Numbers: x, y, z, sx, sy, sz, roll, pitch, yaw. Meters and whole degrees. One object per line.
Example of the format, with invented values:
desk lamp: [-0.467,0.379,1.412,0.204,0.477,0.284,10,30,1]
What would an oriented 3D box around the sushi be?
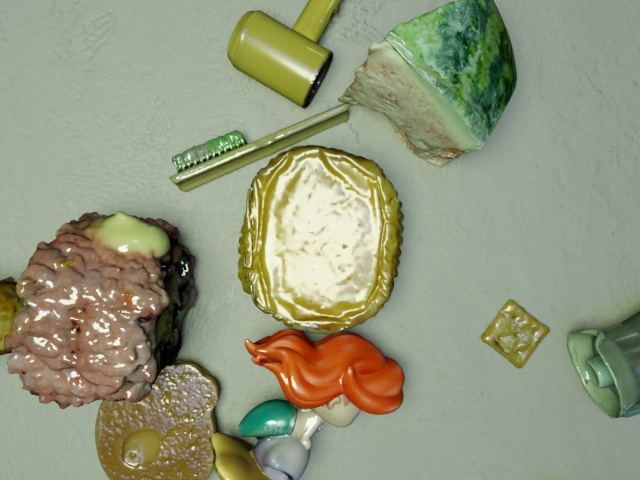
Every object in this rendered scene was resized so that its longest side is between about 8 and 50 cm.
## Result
sushi: [-0.257,0.075,0.617,0.171,0.270,0.236,10,103,-6]

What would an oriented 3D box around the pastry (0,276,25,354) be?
pastry: [-0.481,0.102,0.654,0.229,0.218,0.100,0,88,-38]

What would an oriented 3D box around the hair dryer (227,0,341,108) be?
hair dryer: [-0.013,-0.345,0.719,0.135,0.090,0.278,30,83,0]

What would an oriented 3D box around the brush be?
brush: [-0.090,-0.148,0.727,0.282,0.054,0.048,-22,83,-1]

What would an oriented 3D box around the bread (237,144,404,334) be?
bread: [0.000,0.000,0.691,0.227,0.142,0.253,9,94,-4]

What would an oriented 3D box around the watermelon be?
watermelon: [0.157,-0.225,0.671,0.193,0.310,0.232,36,127,-2]

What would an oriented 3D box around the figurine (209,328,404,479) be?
figurine: [-0.026,0.225,0.681,0.208,0.181,0.257,37,82,26]

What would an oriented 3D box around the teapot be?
teapot: [0.506,0.174,0.714,0.225,0.171,0.203,-19,122,5]

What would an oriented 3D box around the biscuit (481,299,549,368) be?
biscuit: [0.306,0.147,0.765,0.083,0.018,0.081,38,89,-3]

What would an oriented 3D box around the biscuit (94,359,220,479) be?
biscuit: [-0.238,0.282,0.729,0.181,0.049,0.208,-3,91,-2]
